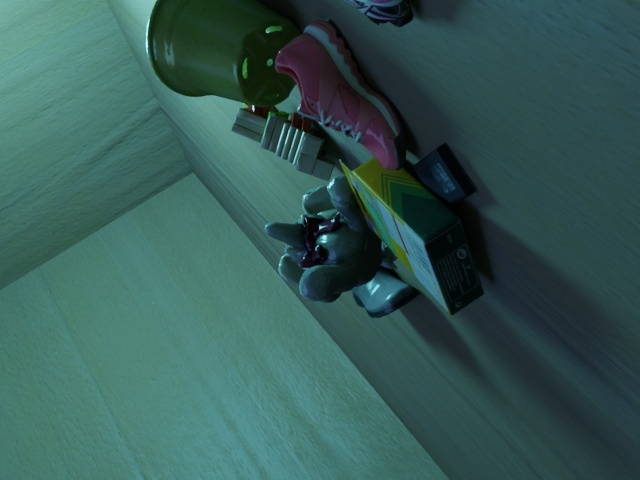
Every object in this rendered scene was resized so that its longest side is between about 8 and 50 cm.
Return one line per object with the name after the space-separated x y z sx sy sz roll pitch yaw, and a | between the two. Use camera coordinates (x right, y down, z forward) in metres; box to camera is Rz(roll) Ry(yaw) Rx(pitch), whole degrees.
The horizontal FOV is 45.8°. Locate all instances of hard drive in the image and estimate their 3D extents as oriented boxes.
0.209 -0.106 1.295 0.094 0.022 0.135 56 168 0 | hard drive

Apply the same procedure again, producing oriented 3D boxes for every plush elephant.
0.000 0.000 1.719 0.256 0.271 0.330 11 176 32 | plush elephant

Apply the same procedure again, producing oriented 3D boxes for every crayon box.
0.170 -0.032 1.441 0.323 0.083 0.203 50 171 47 | crayon box

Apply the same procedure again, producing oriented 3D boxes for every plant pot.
-0.174 -0.397 1.568 0.254 0.276 0.276 31 154 38 | plant pot

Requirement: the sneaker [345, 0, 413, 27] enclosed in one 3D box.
0.071 -0.349 1.099 0.077 0.072 0.178 52 179 -40 | sneaker

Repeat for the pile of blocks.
-0.066 -0.263 1.851 0.362 0.149 0.112 35 114 39 | pile of blocks

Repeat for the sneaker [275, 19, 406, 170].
0.032 -0.240 1.373 0.313 0.136 0.116 55 169 6 | sneaker

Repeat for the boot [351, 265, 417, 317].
0.113 0.070 1.952 0.222 0.118 0.338 64 163 -9 | boot

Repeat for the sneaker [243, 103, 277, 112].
-0.149 -0.331 2.053 0.185 0.070 0.084 58 179 23 | sneaker

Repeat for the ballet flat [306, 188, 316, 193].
0.012 -0.106 2.055 0.052 0.057 0.168 31 -176 -26 | ballet flat
